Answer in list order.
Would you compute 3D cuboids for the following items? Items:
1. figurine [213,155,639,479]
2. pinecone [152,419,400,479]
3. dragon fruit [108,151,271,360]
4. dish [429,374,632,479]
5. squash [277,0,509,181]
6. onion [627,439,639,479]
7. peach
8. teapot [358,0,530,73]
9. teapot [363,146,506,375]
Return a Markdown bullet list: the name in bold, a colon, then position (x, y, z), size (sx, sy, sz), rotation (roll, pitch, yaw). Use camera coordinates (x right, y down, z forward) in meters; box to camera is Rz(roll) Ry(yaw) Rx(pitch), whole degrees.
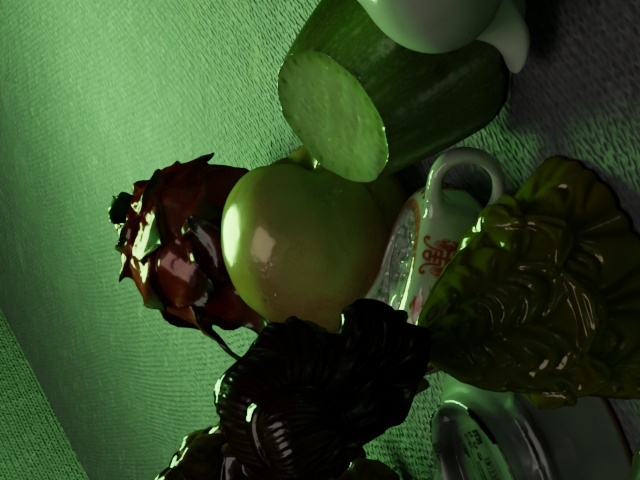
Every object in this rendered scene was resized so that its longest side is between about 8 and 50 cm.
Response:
- **figurine**: position (0.070, 0.078, 1.149), size (0.168, 0.315, 0.187), rotation (43, 146, 49)
- **pinecone**: position (-0.066, 0.354, 1.731), size (0.384, 0.384, 0.384), rotation (51, 152, 40)
- **dragon fruit**: position (-0.105, 0.015, 1.724), size (0.274, 0.192, 0.193), rotation (29, -169, 9)
- **dish**: position (0.161, 0.190, 1.354), size (0.260, 0.085, 0.260), rotation (52, 153, 40)
- **squash**: position (0.046, -0.128, 1.236), size (0.170, 0.123, 0.170), rotation (34, 146, 27)
- **onion**: position (0.257, 0.137, 0.711), size (0.348, 0.285, 0.347), rotation (-30, 50, 43)
- **peach**: position (0.000, 0.000, 1.453), size (0.184, 0.184, 0.184), rotation (51, 152, 40)
- **teapot**: position (0.089, -0.238, 1.074), size (0.298, 0.139, 0.204), rotation (89, -176, -47)
- **teapot**: position (0.095, 0.023, 1.315), size (0.159, 0.116, 0.245), rotation (-71, -2, -58)
